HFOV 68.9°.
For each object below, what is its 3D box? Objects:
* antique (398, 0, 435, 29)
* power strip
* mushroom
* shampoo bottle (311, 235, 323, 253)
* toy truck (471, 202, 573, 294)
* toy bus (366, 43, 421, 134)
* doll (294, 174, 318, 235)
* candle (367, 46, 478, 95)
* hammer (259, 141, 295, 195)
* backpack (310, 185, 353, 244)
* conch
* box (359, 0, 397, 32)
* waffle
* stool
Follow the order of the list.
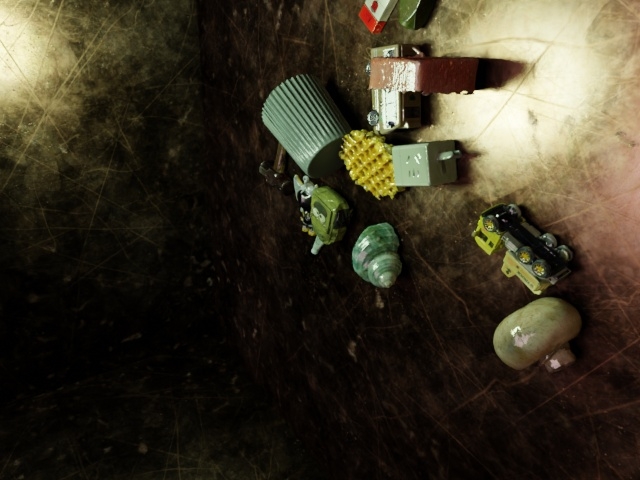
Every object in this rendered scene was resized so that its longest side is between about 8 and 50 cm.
[{"bbox_3d":[0.312,-0.765,1.440,0.081,0.080,0.220,54,142,28],"label":"antique"},{"bbox_3d":[0.360,-0.251,1.519,0.224,0.139,0.140,11,110,55],"label":"power strip"},{"bbox_3d":[0.602,0.287,1.320,0.195,0.189,0.253,62,149,25],"label":"mushroom"},{"bbox_3d":[0.000,0.000,2.265,0.069,0.041,0.190,52,142,22],"label":"shampoo bottle"},{"bbox_3d":[0.567,0.030,1.336,0.272,0.124,0.157,50,150,29],"label":"toy truck"},{"bbox_3d":[0.258,-0.506,1.580,0.157,0.140,0.289,13,109,50],"label":"toy bus"},{"bbox_3d":[-0.054,-0.166,2.225,0.145,0.104,0.316,-121,24,-51],"label":"doll"},{"bbox_3d":[0.287,-0.488,1.345,0.317,0.287,0.131,6,113,16],"label":"candle"},{"bbox_3d":[-0.188,-0.454,2.351,0.242,0.096,0.408,44,131,39],"label":"hammer"},{"bbox_3d":[0.042,-0.107,2.076,0.207,0.140,0.253,47,145,36],"label":"backpack"},{"bbox_3d":[0.230,0.077,1.841,0.220,0.196,0.277,-34,44,28],"label":"conch"},{"bbox_3d":[0.203,-0.816,1.620,0.100,0.048,0.152,64,144,21],"label":"box"},{"bbox_3d":[0.203,-0.284,1.752,0.329,0.062,0.329,37,152,23],"label":"waffle"},{"bbox_3d":[-0.034,-0.459,1.921,0.330,0.297,0.297,56,143,20],"label":"stool"}]
